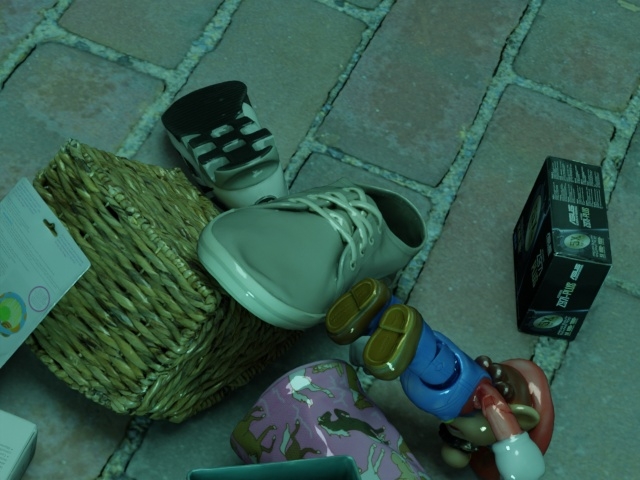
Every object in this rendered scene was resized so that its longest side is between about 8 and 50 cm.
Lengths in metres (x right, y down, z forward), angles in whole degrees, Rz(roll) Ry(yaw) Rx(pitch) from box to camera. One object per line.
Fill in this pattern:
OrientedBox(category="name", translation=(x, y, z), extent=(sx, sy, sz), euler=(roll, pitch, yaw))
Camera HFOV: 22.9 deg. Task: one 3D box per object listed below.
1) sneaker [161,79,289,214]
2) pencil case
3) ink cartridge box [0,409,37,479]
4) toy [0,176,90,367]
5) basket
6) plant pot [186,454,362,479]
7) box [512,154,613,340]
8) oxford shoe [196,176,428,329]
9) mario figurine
OrientedBox(category="sneaker", translation=(-0.114, -0.097, 2.012), extent=(0.122, 0.146, 0.330), euler=(-22, 29, -3))
OrientedBox(category="pencil case", translation=(0.067, 0.296, 1.647), extent=(0.386, 0.160, 0.167), euler=(48, 8, 28))
OrientedBox(category="ink cartridge box", translation=(-0.475, 0.242, 1.596), extent=(0.296, 0.066, 0.261), euler=(21, 45, 4))
OrientedBox(category="toy", translation=(-0.347, 0.064, 1.714), extent=(0.137, 0.237, 0.056), euler=(49, 14, 23))
OrientedBox(category="basket", translation=(-0.202, 0.063, 1.792), extent=(0.299, 0.213, 0.223), euler=(46, 15, 26))
OrientedBox(category="plant pot", translation=(-0.049, 0.347, 1.506), extent=(0.165, 0.234, 0.166), euler=(-3, 48, -19))
OrientedBox(category="box", translation=(0.303, 0.009, 1.998), extent=(0.077, 0.147, 0.180), euler=(11, 46, -7))
OrientedBox(category="oxford shoe", translation=(0.000, 0.000, 1.786), extent=(0.169, 0.130, 0.449), euler=(49, 21, 13))
OrientedBox(category="mario figurine", translation=(0.133, 0.182, 1.736), extent=(0.320, 0.170, 0.198), euler=(37, 37, -37))
